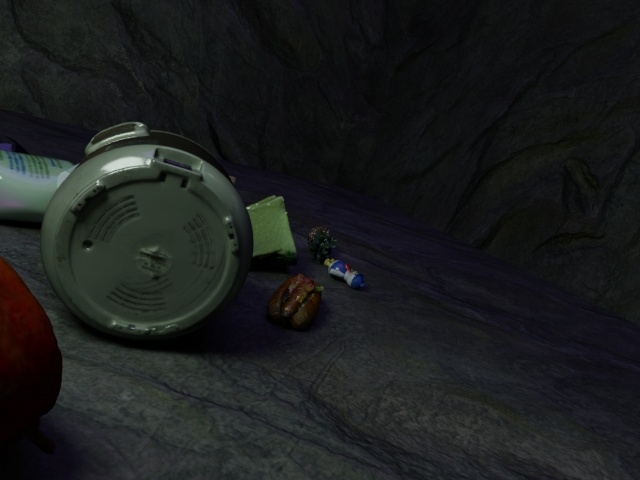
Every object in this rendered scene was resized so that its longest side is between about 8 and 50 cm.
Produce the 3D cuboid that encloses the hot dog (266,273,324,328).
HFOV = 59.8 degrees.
[{"bbox_3d":[-0.048,0.122,1.196,0.104,0.076,0.250,19,10,7],"label":"hot dog"}]

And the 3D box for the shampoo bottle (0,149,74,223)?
[{"bbox_3d":[-0.723,-0.126,1.209,0.350,0.151,0.222,7,20,-41],"label":"shampoo bottle"}]

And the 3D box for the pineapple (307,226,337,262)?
[{"bbox_3d":[0.001,0.000,1.747,0.083,0.103,0.221,16,11,-7],"label":"pineapple"}]

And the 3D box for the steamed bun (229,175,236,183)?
[{"bbox_3d":[-0.460,-0.213,1.982,0.295,0.137,0.292,15,6,-42],"label":"steamed bun"}]

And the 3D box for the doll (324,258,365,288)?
[{"bbox_3d":[0.070,0.094,1.539,0.099,0.057,0.143,5,22,-48],"label":"doll"}]

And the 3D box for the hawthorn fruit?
[{"bbox_3d":[-0.352,0.112,0.520,0.261,0.224,0.224,32,11,-4],"label":"hawthorn fruit"}]

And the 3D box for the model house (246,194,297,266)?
[{"bbox_3d":[-0.184,-0.008,1.462,0.189,0.195,0.214,-13,6,-16],"label":"model house"}]

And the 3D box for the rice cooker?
[{"bbox_3d":[-0.290,-0.026,0.949,0.335,0.335,0.325,13,14,-19],"label":"rice cooker"}]

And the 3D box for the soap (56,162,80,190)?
[{"bbox_3d":[-0.454,-0.088,1.236,0.115,0.208,0.347,-18,17,-4],"label":"soap"}]

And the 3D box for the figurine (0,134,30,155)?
[{"bbox_3d":[-0.843,-0.204,1.427,0.309,0.143,0.308,-1,20,0],"label":"figurine"}]
